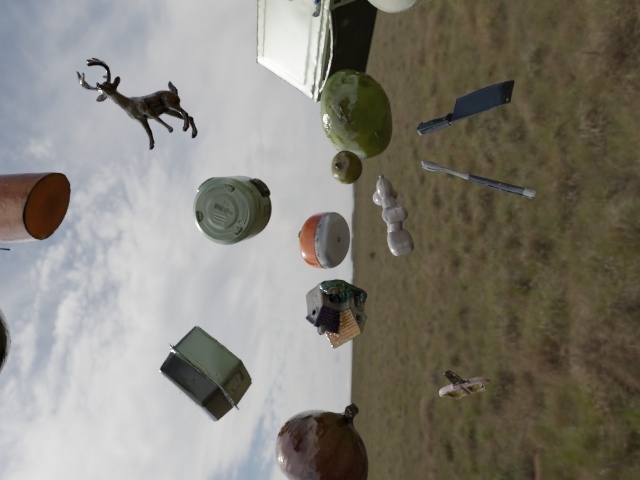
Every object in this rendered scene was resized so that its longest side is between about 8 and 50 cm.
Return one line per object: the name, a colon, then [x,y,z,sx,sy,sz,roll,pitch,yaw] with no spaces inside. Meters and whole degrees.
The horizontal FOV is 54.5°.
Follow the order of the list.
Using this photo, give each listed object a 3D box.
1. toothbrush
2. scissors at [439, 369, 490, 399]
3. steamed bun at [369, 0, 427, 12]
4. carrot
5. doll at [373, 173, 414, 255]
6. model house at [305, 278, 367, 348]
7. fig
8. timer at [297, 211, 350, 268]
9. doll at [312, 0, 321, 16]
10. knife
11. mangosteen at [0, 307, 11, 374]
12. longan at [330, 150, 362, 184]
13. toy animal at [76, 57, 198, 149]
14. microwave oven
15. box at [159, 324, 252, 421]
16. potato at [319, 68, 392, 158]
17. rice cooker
toothbrush: [0.389,-0.151,1.543,0.026,0.288,0.024,41,-113,-72]
scissors: [0.405,0.418,1.814,0.317,0.160,0.024,42,-149,-56]
steamed bun: [0.254,-0.691,1.201,0.290,0.371,0.456,54,152,6]
carrot: [-0.864,-0.084,1.728,0.193,0.331,0.214,-40,-50,-71]
doll: [0.162,-0.065,1.418,0.160,0.059,0.161,-106,-1,-56]
model house: [0.031,0.141,1.188,0.088,0.101,0.100,-34,43,38]
fig: [0.009,0.490,1.425,0.214,0.235,0.235,-41,-37,-38]
timer: [0.000,0.000,1.402,0.099,0.136,0.136,30,-130,-35]
doll: [-0.013,-0.651,1.475,0.057,0.114,0.227,-42,-12,-40]
knife: [0.306,-0.283,1.331,0.019,0.245,0.072,34,-119,-31]
mangosteen: [-0.705,0.207,1.092,0.300,0.301,0.300,1,-90,-85]
longan: [0.053,-0.160,1.354,0.083,0.075,0.075,13,-103,-56]
toy animal: [-0.450,-0.341,1.549,0.087,0.260,0.243,-48,-15,31]
microwave oven: [-0.003,-0.676,1.868,0.247,0.333,0.394,-37,-26,-30]
box: [-0.320,0.383,1.761,0.166,0.221,0.290,-48,-19,-19]
potato: [0.093,-0.322,1.615,0.253,0.186,0.148,54,180,-33]
rice cooker: [-0.273,-0.103,1.965,0.244,0.226,0.225,-21,-67,-74]
